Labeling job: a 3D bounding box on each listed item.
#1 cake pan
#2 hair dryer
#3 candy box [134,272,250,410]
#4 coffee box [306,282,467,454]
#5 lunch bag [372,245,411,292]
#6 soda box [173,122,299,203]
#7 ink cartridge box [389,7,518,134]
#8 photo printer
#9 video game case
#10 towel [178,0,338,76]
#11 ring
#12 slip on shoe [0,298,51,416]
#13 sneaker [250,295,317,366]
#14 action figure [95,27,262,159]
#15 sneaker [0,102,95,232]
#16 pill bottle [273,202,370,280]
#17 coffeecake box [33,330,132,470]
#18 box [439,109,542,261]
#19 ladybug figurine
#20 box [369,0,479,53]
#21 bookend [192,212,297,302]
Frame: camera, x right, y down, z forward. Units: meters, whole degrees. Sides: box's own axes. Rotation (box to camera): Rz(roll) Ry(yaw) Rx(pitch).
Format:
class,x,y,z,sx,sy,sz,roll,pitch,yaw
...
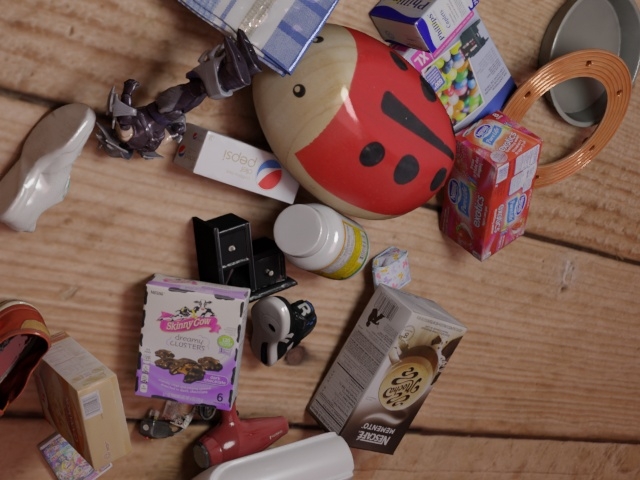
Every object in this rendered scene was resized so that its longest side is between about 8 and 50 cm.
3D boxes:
class,x,y,z,sx,sy,sz,roll,pitch,yaw
cake pan,0.559,-0.384,2.222,0.293,0.054,0.293,-15,116,-34
hair dryer,-0.162,0.306,1.906,0.293,0.080,0.224,37,82,-41
candy box,-0.211,0.166,1.761,0.164,0.070,0.196,9,105,4
coffee box,0.126,0.251,2.054,0.168,0.119,0.297,19,105,-41
lunch bag,0.130,0.061,2.059,0.083,0.053,0.071,-35,128,-35
soda box,-0.130,-0.126,1.770,0.216,0.069,0.074,16,97,-41
ink cartridge box,0.263,-0.302,2.020,0.186,0.065,0.311,-48,131,-13
photo printer,-0.124,0.452,1.897,0.307,0.107,0.256,-9,155,-36
video game case,-0.407,0.359,1.779,0.087,0.011,0.122,-36,125,-22
towel,-0.111,-0.408,1.625,0.285,0.034,0.209,34,85,-14
ring,0.482,-0.245,2.162,0.336,0.032,0.337,-17,137,-17
slip on shoe,-0.522,0.238,1.583,0.331,0.101,0.123,-52,132,-9
sneaker,-0.058,0.131,1.883,0.121,0.079,0.217,-37,163,-27
action figure,-0.223,-0.204,1.599,0.285,0.099,0.185,-30,176,18
sneaker,-0.395,-0.105,1.578,0.212,0.080,0.094,-52,142,-2
pill bottle,0.000,0.000,1.843,0.118,0.117,0.208,-64,157,1
coffeecake box,-0.372,0.243,1.645,0.068,0.185,0.142,-22,119,-30
box,0.324,-0.102,2.055,0.128,0.122,0.257,-30,143,-26
ladybug figurine,0.084,-0.200,1.806,0.449,0.162,0.305,27,69,-40
box,0.181,-0.407,1.868,0.137,0.126,0.072,-49,131,-13
bookend,-0.127,0.021,1.827,0.157,0.072,0.156,-19,118,-32
